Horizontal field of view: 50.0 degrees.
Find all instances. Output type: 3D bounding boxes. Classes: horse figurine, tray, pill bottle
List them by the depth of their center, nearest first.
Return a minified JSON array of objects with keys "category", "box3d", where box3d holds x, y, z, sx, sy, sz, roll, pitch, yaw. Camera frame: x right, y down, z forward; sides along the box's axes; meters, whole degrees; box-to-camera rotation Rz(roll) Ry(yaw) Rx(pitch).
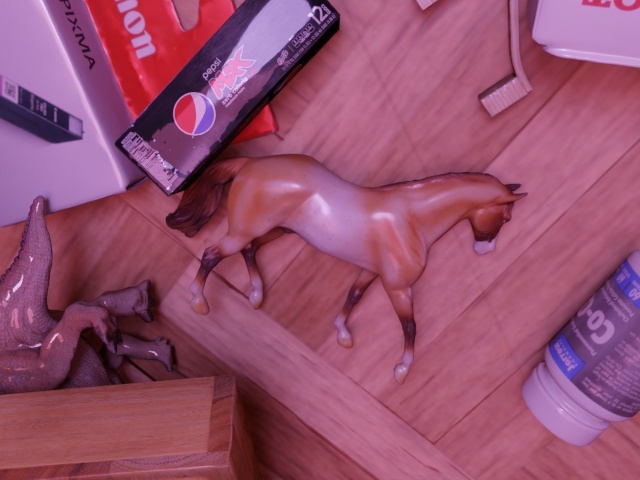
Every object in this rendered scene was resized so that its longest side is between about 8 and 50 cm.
[{"category":"pill bottle","box3d":[0.214,0.081,0.499,0.078,0.078,0.137,33,114,-1]},{"category":"horse figurine","box3d":[0.000,0.000,0.525,0.263,0.066,0.174,20,115,4]},{"category":"tray","box3d":[-0.138,0.272,0.558,0.203,0.076,0.411,-5,130,1]}]

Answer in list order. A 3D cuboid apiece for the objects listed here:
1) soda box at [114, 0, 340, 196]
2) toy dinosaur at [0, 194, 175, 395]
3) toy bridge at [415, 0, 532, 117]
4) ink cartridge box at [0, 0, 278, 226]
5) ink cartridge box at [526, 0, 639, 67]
[{"category":"soda box","box3d":[-0.062,-0.109,0.479,0.053,0.060,0.169,45,96,-6]},{"category":"toy dinosaur","box3d":[-0.234,0.120,0.568,0.200,0.127,0.295,-9,122,4]},{"category":"toy bridge","box3d":[0.090,-0.178,0.457,0.063,0.026,0.188,-32,101,19]},{"category":"ink cartridge box","box3d":[-0.189,-0.168,0.509,0.239,0.060,0.275,-14,107,19]},{"category":"ink cartridge box","box3d":[0.231,-0.232,0.330,0.207,0.117,0.283,10,124,9]}]
